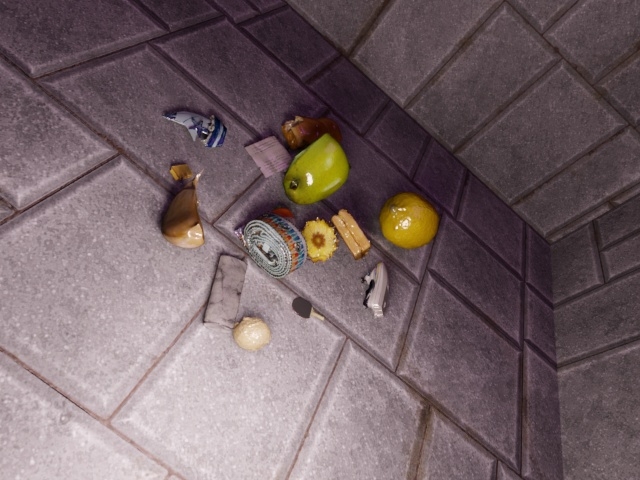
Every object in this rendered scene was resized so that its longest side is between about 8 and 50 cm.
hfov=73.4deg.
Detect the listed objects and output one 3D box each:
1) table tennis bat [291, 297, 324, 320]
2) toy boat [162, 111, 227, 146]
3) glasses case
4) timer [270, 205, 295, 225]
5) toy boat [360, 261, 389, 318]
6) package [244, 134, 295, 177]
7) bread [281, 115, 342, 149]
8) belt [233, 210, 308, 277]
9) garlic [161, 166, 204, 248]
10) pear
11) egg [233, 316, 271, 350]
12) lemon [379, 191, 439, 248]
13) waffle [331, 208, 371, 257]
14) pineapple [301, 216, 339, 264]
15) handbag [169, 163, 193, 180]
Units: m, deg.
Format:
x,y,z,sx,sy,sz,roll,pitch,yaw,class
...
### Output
x,y,z,sx,sy,sz,roll,pitch,yaw,class
-0.052,0.295,1.802,0.156,0.013,0.087,31,43,-15,table tennis bat
-0.566,-0.513,1.980,0.292,0.070,0.210,-3,56,-36,toy boat
-0.353,0.194,1.599,0.114,0.060,0.299,22,47,-21,glasses case
-0.183,-0.101,1.946,0.136,0.099,0.136,31,30,-20,timer
0.261,0.227,2.033,0.141,0.141,0.269,22,47,-25,toy boat
-0.238,-0.437,2.190,0.204,0.062,0.251,51,46,8,package
-0.039,-0.603,2.412,0.344,0.149,0.195,-12,66,-43,bread
-0.199,0.012,1.758,0.295,0.207,0.160,50,39,7,belt
-0.491,-0.104,1.630,0.151,0.196,0.338,32,34,-36,garlic
-0.035,-0.302,2.082,0.238,0.342,0.318,46,68,4,pear
-0.246,0.334,1.533,0.140,0.116,0.118,-2,63,8,egg
0.480,-0.109,2.342,0.336,0.336,0.336,22,47,-25,lemon
0.145,-0.019,2.024,0.224,0.098,0.327,59,-1,9,waffle
0.000,0.000,1.941,0.076,0.225,0.224,-1,58,-60,pineapple
-0.585,-0.288,1.812,0.083,0.027,0.061,-23,73,-48,handbag
